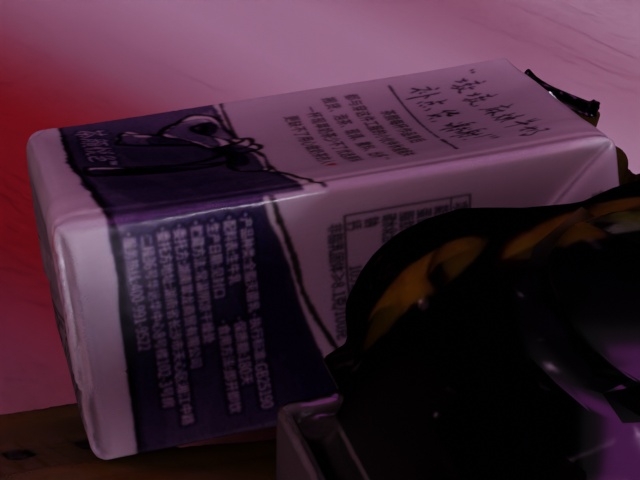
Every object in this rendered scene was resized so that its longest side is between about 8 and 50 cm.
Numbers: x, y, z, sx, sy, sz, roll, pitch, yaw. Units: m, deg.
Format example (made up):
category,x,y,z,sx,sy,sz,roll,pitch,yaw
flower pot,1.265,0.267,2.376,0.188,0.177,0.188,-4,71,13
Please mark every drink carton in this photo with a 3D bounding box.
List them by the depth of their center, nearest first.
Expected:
category,x,y,z,sx,sy,sz,roll,pitch,yaw
drink carton,0.000,0.000,0.788,0.222,0.102,0.134,-11,19,-10

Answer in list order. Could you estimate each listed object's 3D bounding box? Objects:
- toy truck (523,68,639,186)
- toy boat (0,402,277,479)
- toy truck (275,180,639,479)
category,x,y,z,sx,sy,sz,roll,pitch,yaw
toy truck,0.140,-0.018,1.085,0.257,0.127,0.127,20,31,6
toy boat,-0.105,0.119,0.751,0.321,0.089,0.121,-4,32,-33
toy truck,0.185,0.100,0.717,0.405,0.254,0.180,-9,41,-19
